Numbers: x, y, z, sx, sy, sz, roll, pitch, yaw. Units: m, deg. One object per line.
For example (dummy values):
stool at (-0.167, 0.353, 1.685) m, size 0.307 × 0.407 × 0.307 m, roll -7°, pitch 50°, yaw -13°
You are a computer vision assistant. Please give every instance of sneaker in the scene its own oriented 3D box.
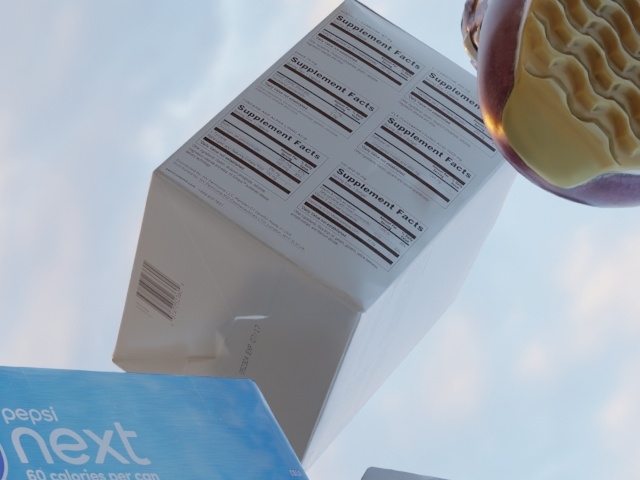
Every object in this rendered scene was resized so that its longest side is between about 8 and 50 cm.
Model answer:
sneaker at (0.070, -0.049, 0.449) m, size 0.084 × 0.069 × 0.185 m, roll -39°, pitch -173°, yaw 37°

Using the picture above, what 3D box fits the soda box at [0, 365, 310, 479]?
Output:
soda box at (-0.098, 0.086, 0.553) m, size 0.067 × 0.210 × 0.071 m, roll -49°, pitch -126°, yaw 27°

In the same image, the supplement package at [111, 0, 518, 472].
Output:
supplement package at (0.000, 0.000, 1.078) m, size 0.149 × 0.203 × 0.194 m, roll 35°, pitch -39°, yaw 12°

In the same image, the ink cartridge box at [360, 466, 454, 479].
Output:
ink cartridge box at (0.051, 0.339, 1.022) m, size 0.272 × 0.130 × 0.309 m, roll -55°, pitch 147°, yaw -57°
